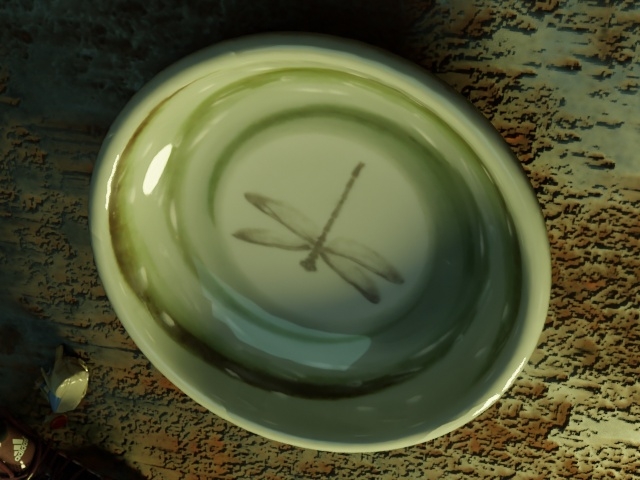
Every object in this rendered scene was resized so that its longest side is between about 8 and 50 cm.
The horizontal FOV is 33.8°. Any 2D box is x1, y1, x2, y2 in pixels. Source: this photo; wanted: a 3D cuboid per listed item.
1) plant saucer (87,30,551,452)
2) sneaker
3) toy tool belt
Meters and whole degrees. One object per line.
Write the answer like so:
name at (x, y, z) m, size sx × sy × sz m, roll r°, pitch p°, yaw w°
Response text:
plant saucer at (0.000, 0.000, 0.918) m, size 0.401 × 0.100 × 0.400 m, roll 8°, pitch 121°, yaw 13°
sneaker at (-0.279, 0.259, 1.100) m, size 0.282 × 0.106 × 0.162 m, roll 11°, pitch 140°, yaw 28°
toy tool belt at (-0.281, 0.157, 1.131) m, size 0.051 × 0.052 × 0.083 m, roll 49°, pitch 126°, yaw 33°
